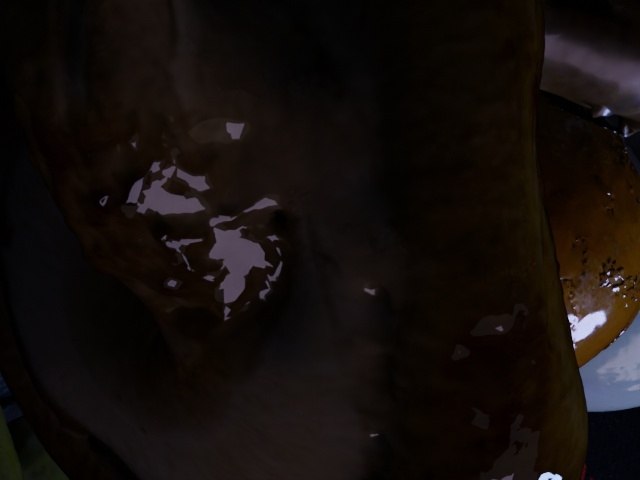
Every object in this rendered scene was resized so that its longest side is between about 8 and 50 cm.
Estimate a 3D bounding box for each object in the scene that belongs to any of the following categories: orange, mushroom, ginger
[{"bbox_3d":[0.123,-0.005,1.140,0.240,0.240,0.240,-25,170,-5],"label":"orange"},{"bbox_3d":[-0.042,0.001,0.666,0.345,0.345,0.259,-34,167,38],"label":"mushroom"},{"bbox_3d":[0.121,-0.108,0.842,0.309,0.107,0.133,0,128,-19],"label":"ginger"}]

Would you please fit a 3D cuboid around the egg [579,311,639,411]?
[{"bbox_3d":[0.283,0.039,1.630,0.345,0.283,0.283,-14,170,3],"label":"egg"}]

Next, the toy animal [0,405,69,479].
[{"bbox_3d":[-0.355,0.244,1.449,0.181,0.180,0.363,-36,160,17],"label":"toy animal"}]

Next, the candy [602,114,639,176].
[{"bbox_3d":[0.322,-0.075,1.422,0.137,0.195,0.185,-29,165,-10],"label":"candy"}]
